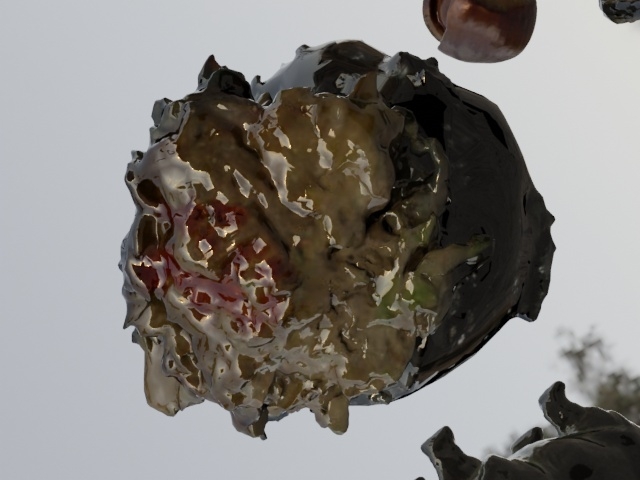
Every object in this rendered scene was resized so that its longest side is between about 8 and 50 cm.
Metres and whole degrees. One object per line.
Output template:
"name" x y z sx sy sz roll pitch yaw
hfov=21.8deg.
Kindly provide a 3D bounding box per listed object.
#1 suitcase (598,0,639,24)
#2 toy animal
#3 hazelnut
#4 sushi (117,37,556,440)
"suitcase" 0.283 -0.235 0.666 0.283 0.434 0.194 -49 -62 -29
"toy animal" 0.230 0.194 1.319 0.343 0.106 0.168 -3 -137 -29
"hazelnut" 0.119 -0.170 1.243 0.086 0.086 0.086 48 -158 -26
"sushi" -0.002 0.001 0.965 0.218 0.225 0.238 -15 -84 -63
